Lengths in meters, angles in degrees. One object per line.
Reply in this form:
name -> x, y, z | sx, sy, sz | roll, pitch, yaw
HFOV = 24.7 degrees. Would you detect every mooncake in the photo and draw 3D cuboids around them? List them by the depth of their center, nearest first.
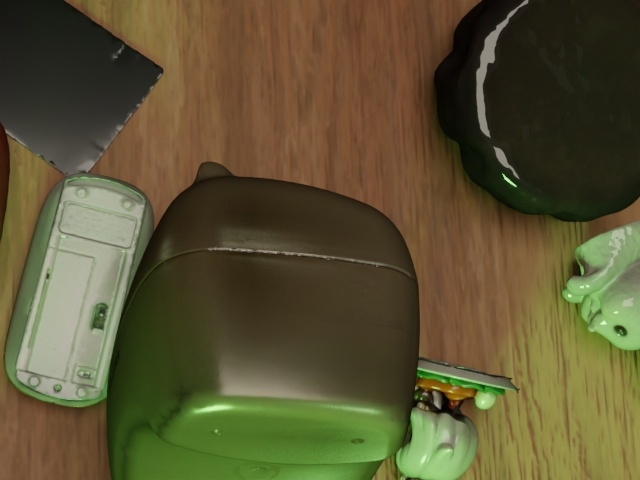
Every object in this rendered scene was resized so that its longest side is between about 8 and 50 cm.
mooncake -> 0.266, -0.160, 1.635 | 0.283, 0.141, 0.283 | 1, 86, -13

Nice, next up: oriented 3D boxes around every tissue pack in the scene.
tissue pack -> -0.060, 0.115, 1.374 | 0.268, 0.387, 0.276 | 7, 58, -10

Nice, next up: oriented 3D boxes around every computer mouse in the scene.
computer mouse -> -0.248, 0.051, 1.516 | 0.126, 0.056, 0.245 | 13, 74, -10

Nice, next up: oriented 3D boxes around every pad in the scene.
pad -> -0.313, -0.193, 1.587 | 0.243, 0.004, 0.163 | 35, 73, -2

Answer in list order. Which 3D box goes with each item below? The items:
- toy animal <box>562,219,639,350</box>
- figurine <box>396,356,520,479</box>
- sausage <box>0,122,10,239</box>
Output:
toy animal -> 0.348, 0.099, 1.610 | 0.131, 0.104, 0.220 | -17, 81, -17
figurine -> 0.132, 0.207, 1.541 | 0.132, 0.132, 0.153 | 13, 87, -9
sausage -> -0.384, -0.037, 1.469 | 0.148, 0.148, 0.254 | 4, 74, -11
